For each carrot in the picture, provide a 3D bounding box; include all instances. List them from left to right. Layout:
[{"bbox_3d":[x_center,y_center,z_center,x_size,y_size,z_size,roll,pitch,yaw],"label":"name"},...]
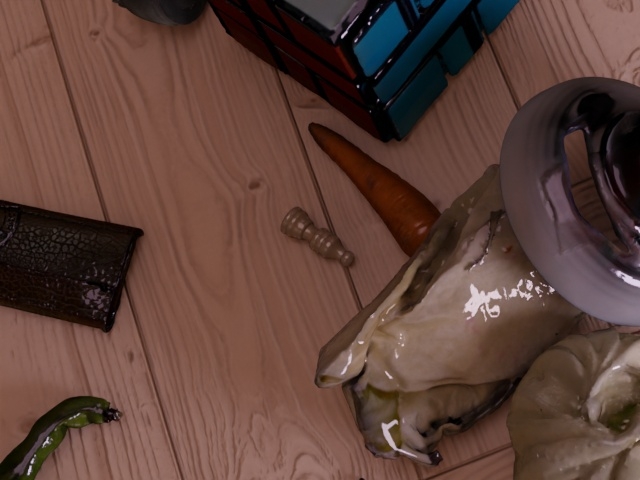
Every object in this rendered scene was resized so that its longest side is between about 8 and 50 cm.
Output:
[{"bbox_3d":[0.068,-0.061,2.018,0.061,0.061,0.256,-39,56,-2],"label":"carrot"}]

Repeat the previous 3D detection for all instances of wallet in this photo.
[{"bbox_3d":[-0.340,0.021,2.105,0.243,0.039,0.133,12,72,20],"label":"wallet"}]

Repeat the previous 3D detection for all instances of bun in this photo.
[{"bbox_3d":[0.307,0.205,1.782,0.259,0.160,0.259,-5,71,14],"label":"bun"}]

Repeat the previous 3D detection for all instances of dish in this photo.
[{"bbox_3d":[0.329,-0.061,1.810,0.273,0.134,0.273,12,63,-25],"label":"dish"}]

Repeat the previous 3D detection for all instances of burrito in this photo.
[{"bbox_3d":[0.140,0.079,1.887,0.332,0.190,0.135,-44,28,-7],"label":"burrito"}]

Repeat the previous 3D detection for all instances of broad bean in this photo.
[{"bbox_3d":[-0.316,0.236,2.009,0.195,0.046,0.061,-38,61,-3],"label":"broad bean"}]

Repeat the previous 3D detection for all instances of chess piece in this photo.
[{"bbox_3d":[0.000,0.000,2.020,0.092,0.035,0.035,35,82,21],"label":"chess piece"}]

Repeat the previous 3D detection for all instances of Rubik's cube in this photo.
[{"bbox_3d":[0.040,-0.324,1.998,0.293,0.283,0.288,39,82,22],"label":"Rubik's cube"}]

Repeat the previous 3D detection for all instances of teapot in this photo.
[{"bbox_3d":[-0.200,-0.335,2.169,0.108,0.111,0.149,4,75,32],"label":"teapot"}]

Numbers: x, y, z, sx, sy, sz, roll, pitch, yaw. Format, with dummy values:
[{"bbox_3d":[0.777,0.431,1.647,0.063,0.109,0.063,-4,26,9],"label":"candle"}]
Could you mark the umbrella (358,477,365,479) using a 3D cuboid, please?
[{"bbox_3d":[0.119,0.347,1.851,0.269,0.044,0.044,42,122,32],"label":"umbrella"}]
